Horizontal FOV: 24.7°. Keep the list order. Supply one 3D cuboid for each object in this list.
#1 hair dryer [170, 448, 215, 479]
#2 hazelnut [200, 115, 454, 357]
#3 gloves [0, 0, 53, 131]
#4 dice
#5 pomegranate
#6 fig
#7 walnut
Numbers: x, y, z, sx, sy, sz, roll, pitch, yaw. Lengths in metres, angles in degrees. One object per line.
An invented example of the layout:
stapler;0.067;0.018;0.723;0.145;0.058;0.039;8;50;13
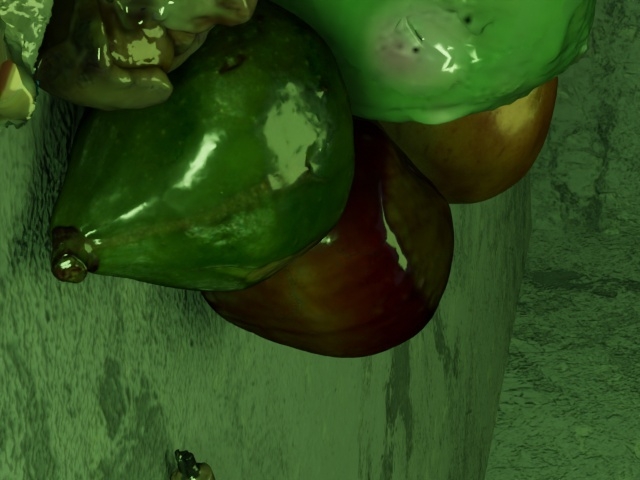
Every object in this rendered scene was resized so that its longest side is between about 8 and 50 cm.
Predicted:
hair dryer;-0.093;0.244;1.215;0.117;0.064;0.182;-68;149;-47
hazelnut;0.000;0.000;1.204;0.251;0.217;0.217;13;81;-81
gloves;-0.184;-0.135;0.727;0.114;0.070;0.153;39;49;-63
dice;0.062;-0.296;1.100;0.322;0.318;0.330;-69;164;-52
pomegranate;0.129;-0.156;1.610;0.264;0.264;0.264;4;90;-75
fig;-0.090;-0.053;0.953;0.244;0.195;0.195;-26;126;-33
walnut;-0.090;-0.200;0.826;0.238;0.141;0.204;-55;-135;27
